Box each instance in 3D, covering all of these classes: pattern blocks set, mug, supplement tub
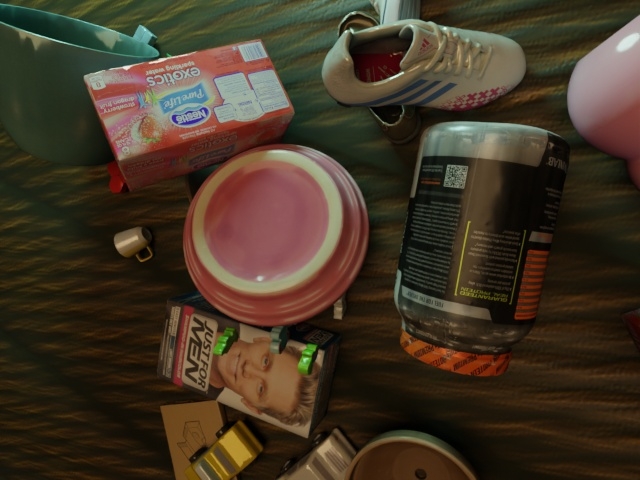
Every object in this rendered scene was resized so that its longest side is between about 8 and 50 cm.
[{"bbox_3d":[-0.431,-0.300,0.963,0.325,0.026,0.285,-41,79,18],"label":"pattern blocks set"},{"bbox_3d":[-0.417,0.002,0.968,0.064,0.078,0.062,-24,52,12],"label":"mug"},{"bbox_3d":[0.227,0.010,0.635,0.207,0.207,0.338,11,97,20],"label":"supplement tub"}]

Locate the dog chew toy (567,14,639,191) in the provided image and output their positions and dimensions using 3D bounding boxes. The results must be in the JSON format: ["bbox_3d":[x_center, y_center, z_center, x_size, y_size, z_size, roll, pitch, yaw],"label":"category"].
[{"bbox_3d":[0.481,-0.137,0.539,0.206,0.206,0.332,-37,88,19],"label":"dog chew toy"}]

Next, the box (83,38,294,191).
[{"bbox_3d":[-0.218,-0.218,0.743,0.300,0.142,0.154,-23,84,-21],"label":"box"}]

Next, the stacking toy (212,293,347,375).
[{"bbox_3d":[-0.060,0.150,0.752,0.167,0.221,0.052,5,118,19],"label":"stacking toy"}]

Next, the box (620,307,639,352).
[{"bbox_3d":[0.492,0.145,0.514,0.128,0.257,0.122,-25,82,20],"label":"box"}]

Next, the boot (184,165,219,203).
[{"bbox_3d":[-0.215,-0.024,0.863,0.115,0.112,0.305,-37,73,43],"label":"boot"}]

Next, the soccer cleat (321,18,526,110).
[{"bbox_3d":[0.169,-0.257,0.620,0.331,0.143,0.116,-8,87,-7],"label":"soccer cleat"}]

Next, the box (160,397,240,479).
[{"bbox_3d":[-0.270,0.459,0.951,0.164,0.021,0.201,-14,87,21],"label":"box"}]

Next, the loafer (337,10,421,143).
[{"bbox_3d":[0.100,-0.290,0.728,0.094,0.087,0.251,-28,83,20],"label":"loafer"}]

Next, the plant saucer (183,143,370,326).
[{"bbox_3d":[-0.083,-0.024,0.721,0.332,0.084,0.332,-2,74,7],"label":"plant saucer"}]

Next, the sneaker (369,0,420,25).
[{"bbox_3d":[0.114,-0.427,0.712,0.091,0.094,0.258,0,77,30],"label":"sneaker"}]

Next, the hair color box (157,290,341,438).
[{"bbox_3d":[-0.148,0.231,0.846,0.347,0.105,0.174,13,98,19],"label":"hair color box"}]

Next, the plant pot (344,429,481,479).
[{"bbox_3d":[0.166,0.432,0.735,0.237,0.110,0.237,1,94,20],"label":"plant pot"}]

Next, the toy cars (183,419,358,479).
[{"bbox_3d":[-0.114,0.462,0.843,0.394,0.087,0.176,-3,93,17],"label":"toy cars"}]

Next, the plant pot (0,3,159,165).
[{"bbox_3d":[-0.485,-0.287,0.827,0.293,0.293,0.235,28,116,17],"label":"plant pot"}]
